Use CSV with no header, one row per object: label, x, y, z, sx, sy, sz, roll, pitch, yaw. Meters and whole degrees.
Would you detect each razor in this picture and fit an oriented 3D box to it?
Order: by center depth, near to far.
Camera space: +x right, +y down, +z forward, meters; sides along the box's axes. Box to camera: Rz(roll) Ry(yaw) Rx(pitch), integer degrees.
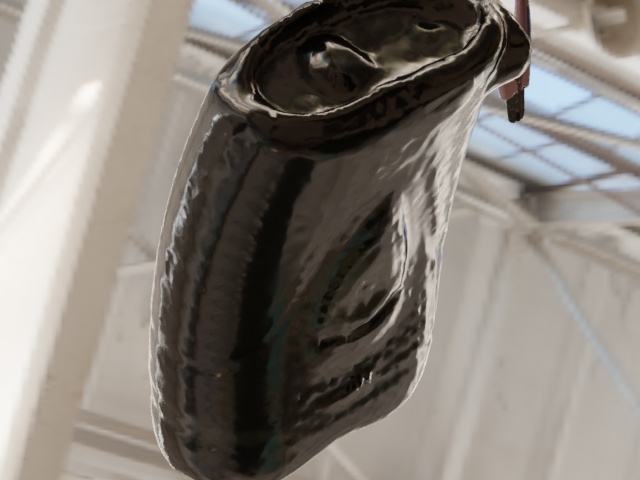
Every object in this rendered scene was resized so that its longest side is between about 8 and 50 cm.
razor,-0.001,-0.001,1.090,0.204,0.113,0.349,-24,-34,-30

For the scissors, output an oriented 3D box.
scissors,0.145,-0.135,1.391,0.039,0.012,0.113,-33,-45,-25
